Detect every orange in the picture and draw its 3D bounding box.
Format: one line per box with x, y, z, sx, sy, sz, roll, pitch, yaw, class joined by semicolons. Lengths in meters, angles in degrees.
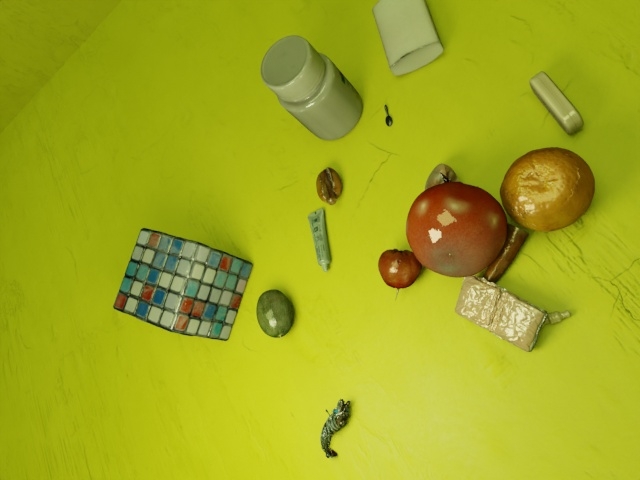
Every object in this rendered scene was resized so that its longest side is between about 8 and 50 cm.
0.565;-0.126;1.361;0.219;0.193;0.219;-12;55;18;orange

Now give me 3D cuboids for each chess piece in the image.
0.572;0.193;1.347;0.092;0.035;0.035;-22;64;19;chess piece

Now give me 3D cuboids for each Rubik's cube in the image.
-0.448;0.148;1.802;0.293;0.292;0.286;13;82;31;Rubik's cube

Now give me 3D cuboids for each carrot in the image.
0.473;0.057;1.440;0.061;0.061;0.209;32;96;34;carrot

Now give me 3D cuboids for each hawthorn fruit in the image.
0.228;0.082;1.538;0.125;0.125;0.140;-28;95;20;hawthorn fruit

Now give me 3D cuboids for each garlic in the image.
0.342;-0.131;1.551;0.124;0.099;0.174;15;83;54;garlic

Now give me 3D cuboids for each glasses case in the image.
0.634;-0.371;1.465;0.050;0.083;0.196;-33;59;17;glasses case

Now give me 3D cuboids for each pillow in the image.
0.451;0.181;1.389;0.233;0.043;0.126;30;110;39;pillow

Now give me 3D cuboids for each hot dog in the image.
0.025;-0.172;1.768;0.090;0.060;0.140;-16;70;30;hot dog

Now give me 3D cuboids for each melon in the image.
-0.143;0.233;1.701;0.114;0.114;0.167;-29;60;19;melon

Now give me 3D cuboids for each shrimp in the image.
0.032;0.519;1.527;0.076;0.082;0.174;19;91;29;shrimp

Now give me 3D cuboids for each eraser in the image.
0.279;-0.688;1.768;0.174;0.095;0.270;-22;65;22;eraser

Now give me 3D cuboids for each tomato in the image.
0.346;-0.028;1.403;0.256;0.255;0.224;-8;35;28;tomato

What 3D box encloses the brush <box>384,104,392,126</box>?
0.218;-0.405;1.762;0.024;0.008;0.083;-19;66;27;brush

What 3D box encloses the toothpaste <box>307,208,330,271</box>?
0.000;0.000;1.741;0.064;0.041;0.218;-25;59;28;toothpaste

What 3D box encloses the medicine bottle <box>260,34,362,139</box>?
-0.026;-0.480;1.729;0.208;0.340;0.208;-10;69;27;medicine bottle
